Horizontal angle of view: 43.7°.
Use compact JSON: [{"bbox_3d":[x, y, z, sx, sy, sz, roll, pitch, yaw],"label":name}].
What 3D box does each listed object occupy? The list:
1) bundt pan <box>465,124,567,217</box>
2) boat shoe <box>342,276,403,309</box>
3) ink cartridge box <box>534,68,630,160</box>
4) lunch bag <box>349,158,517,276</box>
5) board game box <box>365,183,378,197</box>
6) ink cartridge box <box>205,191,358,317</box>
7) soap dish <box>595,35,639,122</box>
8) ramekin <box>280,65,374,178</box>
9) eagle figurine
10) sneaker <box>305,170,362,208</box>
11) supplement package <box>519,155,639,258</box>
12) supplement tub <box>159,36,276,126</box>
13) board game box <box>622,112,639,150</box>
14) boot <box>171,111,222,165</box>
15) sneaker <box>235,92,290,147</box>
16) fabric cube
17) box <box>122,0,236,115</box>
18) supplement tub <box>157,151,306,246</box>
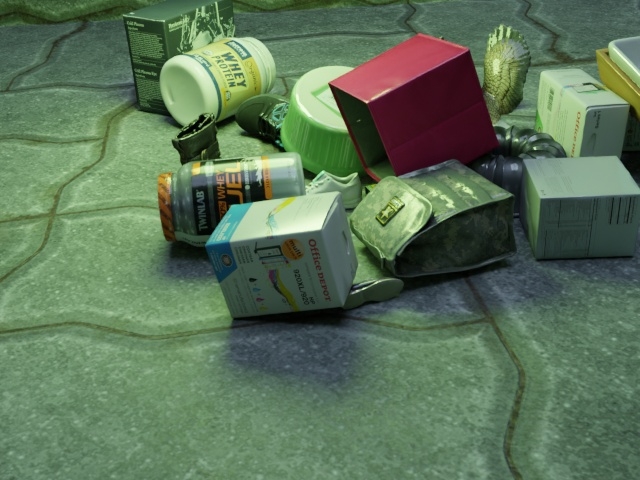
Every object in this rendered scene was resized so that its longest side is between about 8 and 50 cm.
[{"bbox_3d":[0.443,-0.184,1.927,0.331,0.124,0.331,-4,29,2],"label":"bundt pan"},{"bbox_3d":[0.094,0.096,1.556,0.137,0.049,0.043,-16,29,-12],"label":"boat shoe"},{"bbox_3d":[0.649,-0.293,2.010,0.117,0.201,0.278,-5,30,-7],"label":"ink cartridge box"},{"bbox_3d":[0.221,-0.039,1.658,0.287,0.169,0.235,-17,28,-14],"label":"lunch bag"},{"bbox_3d":[0.199,-0.088,1.863,0.141,0.048,0.170,-13,31,-14],"label":"board game box"},{"bbox_3d":[-0.066,0.027,1.530,0.233,0.171,0.168,-7,27,18],"label":"ink cartridge box"},{"bbox_3d":[0.837,-0.393,1.914,0.291,0.118,0.229,-11,48,-13],"label":"soap dish"},{"bbox_3d":[0.053,-0.318,2.081,0.303,0.148,0.303,5,50,-6],"label":"ramekin"},{"bbox_3d":[0.430,-0.403,2.134,0.225,0.298,0.226,12,33,25],"label":"eagle figurine"},{"bbox_3d":[-0.007,-0.120,1.898,0.212,0.094,0.080,-9,31,-8],"label":"sneaker"},{"bbox_3d":[0.542,-0.072,1.687,0.203,0.149,0.194,-2,30,4],"label":"supplement package"},{"bbox_3d":[-0.310,-0.492,2.457,0.228,0.228,0.316,18,37,34],"label":"supplement tub"},{"bbox_3d":[0.915,-0.329,2.101,0.275,0.144,0.142,-1,29,5],"label":"board game box"},{"bbox_3d":[-0.254,-0.203,1.938,0.091,0.229,0.263,11,33,25],"label":"boot"},{"bbox_3d":[-0.109,-0.330,2.251,0.341,0.125,0.139,11,35,27],"label":"sneaker"},{"bbox_3d":[0.212,-0.291,1.840,0.258,0.259,0.254,-29,28,-8],"label":"fabric cube"},{"bbox_3d":[-0.442,-0.613,2.601,0.179,0.312,0.343,14,35,29],"label":"box"},{"bbox_3d":[-0.191,-0.088,1.765,0.316,0.193,0.193,-7,30,-3],"label":"supplement tub"}]
